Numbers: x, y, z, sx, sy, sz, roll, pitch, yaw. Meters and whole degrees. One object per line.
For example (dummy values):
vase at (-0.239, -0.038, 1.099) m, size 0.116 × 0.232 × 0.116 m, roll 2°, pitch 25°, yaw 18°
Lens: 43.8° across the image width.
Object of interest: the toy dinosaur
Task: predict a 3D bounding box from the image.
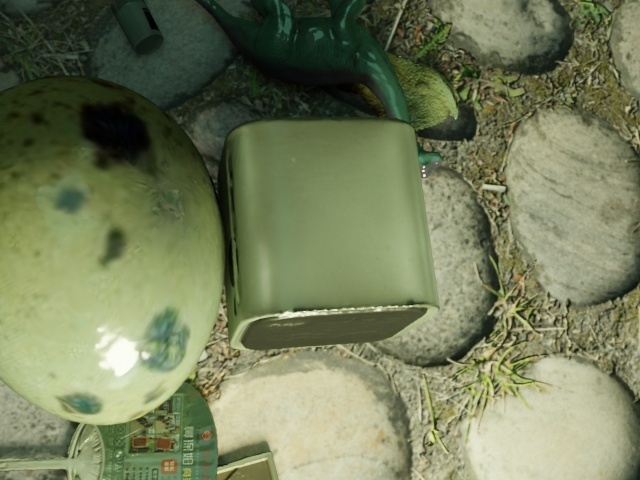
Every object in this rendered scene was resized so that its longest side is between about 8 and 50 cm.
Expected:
toy dinosaur at (-0.019, -0.244, 1.208) m, size 0.383 × 0.129 × 0.331 m, roll -5°, pitch 87°, yaw 7°

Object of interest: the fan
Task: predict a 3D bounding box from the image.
fan at (-0.267, 0.271, 1.064) m, size 0.294 × 0.012 × 0.223 m, roll 25°, pitch 69°, yaw 8°

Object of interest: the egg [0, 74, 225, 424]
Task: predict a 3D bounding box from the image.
egg at (-0.285, 0.010, 0.976) m, size 0.344 × 0.345 × 0.428 m, roll -17°, pitch 81°, yaw -10°

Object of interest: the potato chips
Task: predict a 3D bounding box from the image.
potato chips at (0.118, -0.233, 1.252) m, size 0.209 × 0.026 × 0.142 m, roll 6°, pitch 70°, yaw -5°

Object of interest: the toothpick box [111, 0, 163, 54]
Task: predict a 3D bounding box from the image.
toothpick box at (-0.283, -0.336, 1.231) m, size 0.052 × 0.052 × 0.083 m, roll -27°, pitch 79°, yaw -12°

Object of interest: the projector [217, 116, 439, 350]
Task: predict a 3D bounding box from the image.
projector at (0.000, 0.000, 1.045) m, size 0.248 × 0.248 × 0.249 m, roll -2°, pitch 74°, yaw -13°

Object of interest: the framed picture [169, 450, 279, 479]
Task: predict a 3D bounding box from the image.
framed picture at (-0.161, 0.398, 1.043) m, size 0.249 × 0.016 × 0.184 m, roll -15°, pitch 75°, yaw -10°
